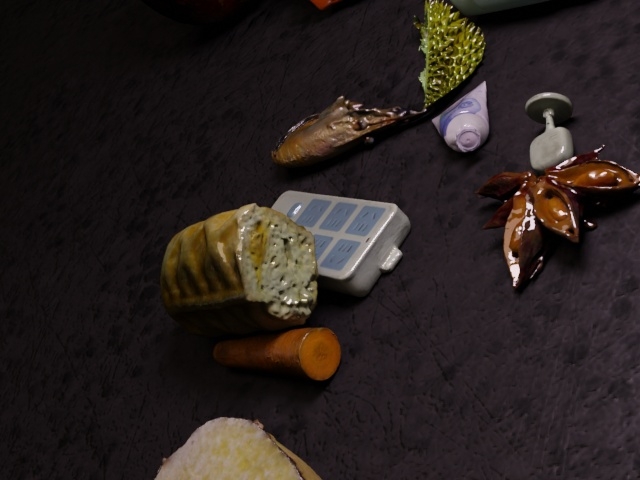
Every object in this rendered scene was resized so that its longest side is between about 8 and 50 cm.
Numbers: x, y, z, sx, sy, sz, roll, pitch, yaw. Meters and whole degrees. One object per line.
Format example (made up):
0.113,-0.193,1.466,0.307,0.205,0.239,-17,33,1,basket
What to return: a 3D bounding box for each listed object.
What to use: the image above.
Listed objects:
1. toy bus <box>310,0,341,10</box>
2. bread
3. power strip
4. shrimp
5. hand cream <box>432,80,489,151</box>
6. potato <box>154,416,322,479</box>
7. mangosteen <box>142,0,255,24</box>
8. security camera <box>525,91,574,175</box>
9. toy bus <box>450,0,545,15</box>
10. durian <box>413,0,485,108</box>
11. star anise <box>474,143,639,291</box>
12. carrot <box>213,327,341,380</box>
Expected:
0.053,-0.464,1.885,0.329,0.143,0.153,-14,43,38,toy bus
-0.107,0.042,1.456,0.130,0.152,0.267,-25,5,-32,bread
0.000,0.000,1.502,0.270,0.046,0.118,10,61,54,power strip
0.035,-0.169,1.639,0.262,0.066,0.117,-18,40,32,shrimp
0.173,-0.148,1.475,0.084,0.053,0.142,-35,23,17,hand cream
-0.062,0.319,1.143,0.239,0.116,0.299,-46,42,9,potato
-0.213,-0.542,2.158,0.306,0.306,0.359,-39,8,10,mangosteen
0.256,-0.113,1.341,0.058,0.058,0.092,-18,53,36,security camera
0.275,-0.382,1.539,0.271,0.133,0.165,-2,51,49,toy bus
0.155,-0.261,1.598,0.100,0.086,0.215,-42,27,33,durian
0.233,-0.027,1.253,0.212,0.053,0.157,-15,42,37,star anise
-0.063,0.132,1.415,0.209,0.061,0.061,-6,49,52,carrot
